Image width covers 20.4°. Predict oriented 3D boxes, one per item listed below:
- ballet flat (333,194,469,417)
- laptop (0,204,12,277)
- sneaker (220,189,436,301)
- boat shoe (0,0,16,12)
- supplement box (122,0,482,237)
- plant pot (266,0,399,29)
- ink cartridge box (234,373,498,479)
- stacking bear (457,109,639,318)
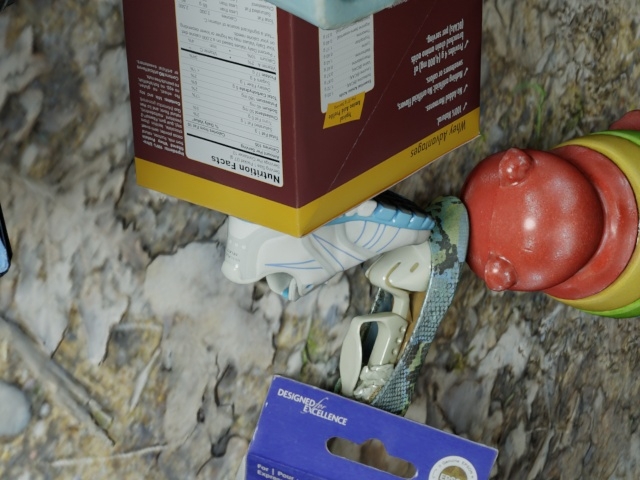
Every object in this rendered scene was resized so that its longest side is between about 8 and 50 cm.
[{"bbox_3d":[0.055,0.052,1.292,0.070,0.070,0.188,21,84,-56],"label":"ballet flat"},{"bbox_3d":[-0.286,0.029,0.564,0.382,0.236,0.408,87,9,-48],"label":"laptop"},{"bbox_3d":[0.000,0.000,1.193,0.190,0.071,0.083,3,110,-46],"label":"sneaker"},{"bbox_3d":[-0.171,-0.231,0.799,0.105,0.113,0.306,-41,138,-46],"label":"boat shoe"},{"bbox_3d":[-0.006,-0.135,1.055,0.191,0.129,0.194,-30,129,-44],"label":"supplement box"},{"bbox_3d":[-0.019,-0.278,0.856,0.248,0.252,0.247,-31,133,-44],"label":"plant pot"},{"bbox_3d":[-0.010,0.295,1.223,0.069,0.175,0.371,178,-69,-81],"label":"ink cartridge box"},{"bbox_3d":[0.213,-0.015,1.405,0.289,0.164,0.175,0,105,-50],"label":"stacking bear"}]
